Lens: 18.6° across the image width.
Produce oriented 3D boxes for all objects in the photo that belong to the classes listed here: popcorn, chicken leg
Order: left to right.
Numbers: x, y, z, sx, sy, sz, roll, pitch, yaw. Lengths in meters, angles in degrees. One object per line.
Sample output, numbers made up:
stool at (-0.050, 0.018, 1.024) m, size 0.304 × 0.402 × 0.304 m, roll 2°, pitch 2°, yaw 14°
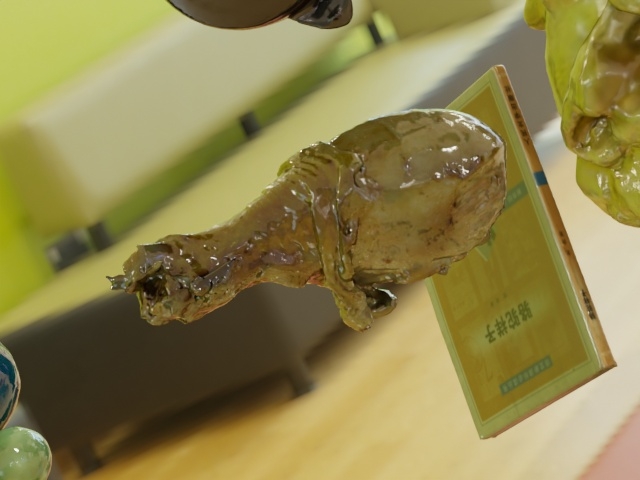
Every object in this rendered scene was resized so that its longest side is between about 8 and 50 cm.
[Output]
chicken leg at (0.000, 0.000, 1.077) m, size 0.227 × 0.103 × 0.088 m, roll -27°, pitch 58°, yaw -4°
popcorn at (0.270, -0.124, 1.374) m, size 0.235 × 0.250 × 0.242 m, roll -17°, pitch 20°, yaw 22°

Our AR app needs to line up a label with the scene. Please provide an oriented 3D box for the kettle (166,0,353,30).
kettle at (-0.053, -0.213, 1.104) m, size 0.144 × 0.202 × 0.232 m, roll -42°, pitch 13°, yaw 16°

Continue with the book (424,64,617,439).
book at (0.130, 0.012, 1.477) m, size 0.018 × 0.242 × 0.170 m, roll -8°, pitch -19°, yaw -32°

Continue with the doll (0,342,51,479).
doll at (-0.272, 0.169, 1.144) m, size 0.198 × 0.186 × 0.322 m, roll 21°, pitch 80°, yaw 30°
